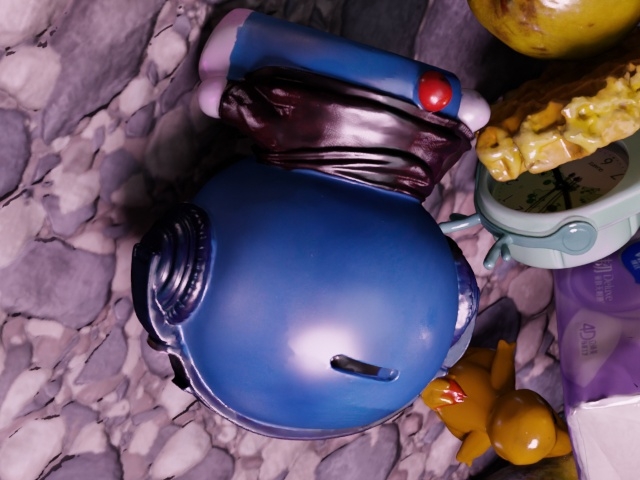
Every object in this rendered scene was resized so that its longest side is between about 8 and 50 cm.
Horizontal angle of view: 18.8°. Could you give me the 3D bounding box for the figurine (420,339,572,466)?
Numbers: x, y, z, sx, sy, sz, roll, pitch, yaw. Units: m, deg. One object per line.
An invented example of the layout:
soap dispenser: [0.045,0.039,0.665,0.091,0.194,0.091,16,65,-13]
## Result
figurine: [0.142,0.146,1.712,0.122,0.176,0.121,20,94,-32]

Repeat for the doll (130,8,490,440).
doll: [0.000,0.000,1.484,0.284,0.240,0.310,15,94,-29]

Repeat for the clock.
clock: [0.208,-0.038,1.693,0.211,0.159,0.066,-28,127,-15]

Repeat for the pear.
pear: [0.201,-0.222,1.610,0.162,0.149,0.148,-8,114,-30]

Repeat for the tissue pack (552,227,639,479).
tissue pack: [0.300,0.116,1.712,0.160,0.338,0.242,-12,126,12]

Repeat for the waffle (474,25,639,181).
waffle: [0.213,-0.114,1.630,0.219,0.229,0.057,-29,102,-17]

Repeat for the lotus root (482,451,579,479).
lotus root: [0.174,0.308,1.840,0.158,0.140,0.322,42,72,-19]
